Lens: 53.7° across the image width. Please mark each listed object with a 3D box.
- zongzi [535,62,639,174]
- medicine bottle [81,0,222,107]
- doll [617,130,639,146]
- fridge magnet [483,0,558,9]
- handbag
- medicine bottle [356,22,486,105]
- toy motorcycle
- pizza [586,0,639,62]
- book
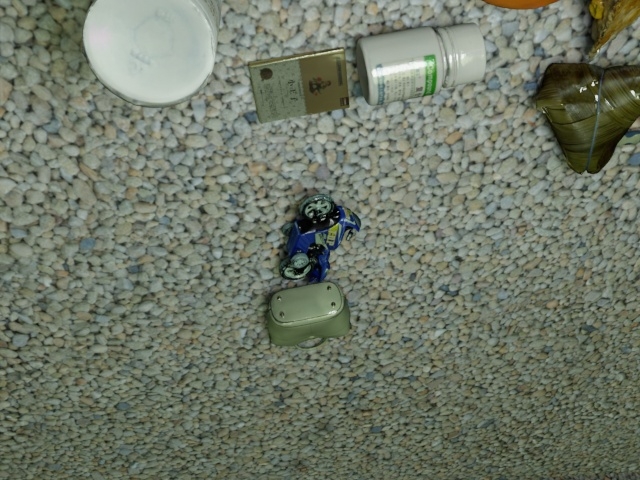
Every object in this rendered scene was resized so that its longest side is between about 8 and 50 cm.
[{"bbox_3d":[0.651,-0.265,1.357,0.300,0.138,0.286,-2,145,41],"label":"zongzi"},{"bbox_3d":[-0.257,-0.372,1.024,0.190,0.332,0.190,-3,128,-4],"label":"medicine bottle"},{"bbox_3d":[0.728,-0.244,1.531,0.125,0.027,0.037,-10,124,-3],"label":"doll"},{"bbox_3d":[0.374,-0.583,1.082,0.364,0.155,0.363,-5,131,-6],"label":"fridge magnet"},{"bbox_3d":[-0.033,0.224,1.746,0.241,0.109,0.315,-9,155,-2],"label":"handbag"},{"bbox_3d":[0.197,-0.354,1.257,0.237,0.139,0.139,-11,131,-4],"label":"medicine bottle"},{"bbox_3d":[0.000,0.000,1.541,0.169,0.113,0.315,-2,140,-22],"label":"toy motorcycle"},{"bbox_3d":[0.642,-0.551,1.133,0.392,0.080,0.435,-41,165,4],"label":"pizza"},{"bbox_3d":[-0.042,-0.321,1.314,0.199,0.016,0.138,-10,132,-3],"label":"book"}]
